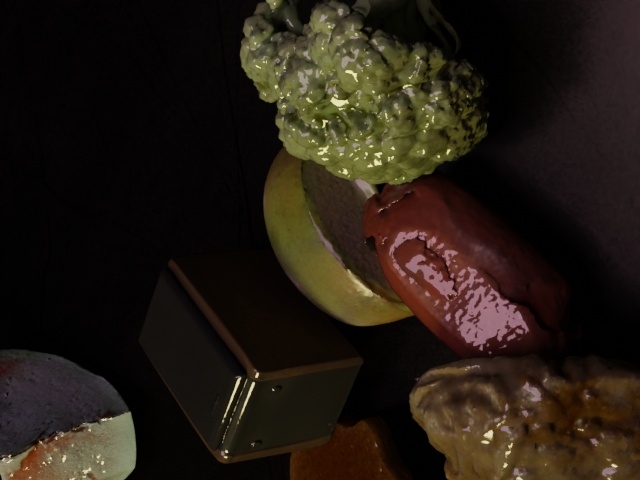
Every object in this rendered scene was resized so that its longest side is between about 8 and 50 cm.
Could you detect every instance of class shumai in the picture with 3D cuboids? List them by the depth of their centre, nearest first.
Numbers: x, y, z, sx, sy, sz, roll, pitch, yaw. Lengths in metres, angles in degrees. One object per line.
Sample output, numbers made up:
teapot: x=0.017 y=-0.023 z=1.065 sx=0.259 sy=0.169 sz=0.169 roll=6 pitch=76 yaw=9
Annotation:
shumai: x=0.247 y=0.264 z=1.303 sx=0.314 sy=0.267 sz=0.262 roll=-4 pitch=63 yaw=13

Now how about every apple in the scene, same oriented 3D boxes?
apple: x=0.000 y=0.000 z=1.578 sx=0.193 sy=0.120 sz=0.265 roll=-34 pitch=79 yaw=53

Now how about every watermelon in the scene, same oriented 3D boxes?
watermelon: x=-0.439 y=0.322 z=1.965 sx=0.320 sy=0.214 sz=0.289 roll=26 pitch=110 yaw=18

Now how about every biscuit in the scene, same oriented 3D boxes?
biscuit: x=0.043 y=0.351 z=1.640 sx=0.257 sy=0.049 sz=0.273 roll=-23 pitch=73 yaw=55

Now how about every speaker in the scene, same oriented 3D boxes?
speaker: x=-0.091 y=0.136 z=1.625 sx=0.231 sy=0.192 sz=0.153 roll=48 pitch=130 yaw=38

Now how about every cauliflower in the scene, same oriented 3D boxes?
cauliflower: x=0.044 y=-0.197 z=1.389 sx=0.327 sy=0.260 sz=0.281 roll=108 pitch=153 yaw=-73

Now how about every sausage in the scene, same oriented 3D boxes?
sausage: x=0.164 y=0.038 z=1.425 sx=0.280 sy=0.152 sz=0.152 roll=44 pitch=127 yaw=22
